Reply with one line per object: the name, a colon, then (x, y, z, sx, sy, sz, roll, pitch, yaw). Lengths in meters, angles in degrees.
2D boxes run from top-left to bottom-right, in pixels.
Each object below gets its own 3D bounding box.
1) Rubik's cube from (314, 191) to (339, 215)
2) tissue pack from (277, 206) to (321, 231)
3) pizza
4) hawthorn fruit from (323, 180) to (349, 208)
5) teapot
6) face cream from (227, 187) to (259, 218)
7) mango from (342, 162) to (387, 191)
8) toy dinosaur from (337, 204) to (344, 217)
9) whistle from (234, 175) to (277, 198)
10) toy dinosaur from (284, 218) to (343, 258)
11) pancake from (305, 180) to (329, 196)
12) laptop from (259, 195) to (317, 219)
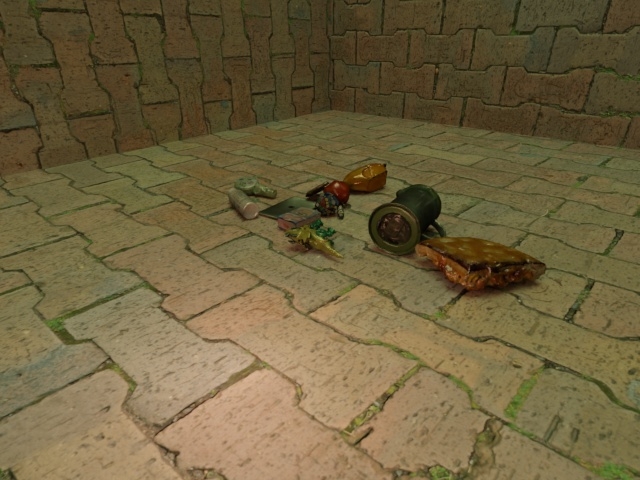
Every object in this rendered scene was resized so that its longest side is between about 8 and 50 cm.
Rubik's cube: (0.028, -0.162, 1.865, 0.093, 0.111, 0.111, 24, 26, -8)
tissue pack: (-0.087, -0.085, 1.746, 0.115, 0.065, 0.155, 21, 35, 40)
pizza: (0.512, 0.071, 1.362, 0.409, 0.114, 0.278, 6, 26, 15)
hawthorn fruit: (0.078, -0.217, 1.945, 0.125, 0.125, 0.140, -5, 33, -8)
teapot: (0.365, -0.081, 1.611, 0.270, 0.200, 0.337, 35, 36, 14)
face cream: (-0.364, -0.179, 1.924, 0.082, 0.082, 0.269, -14, 28, -24)
mango: (0.231, -0.316, 2.138, 0.252, 0.126, 0.154, -17, 41, -16)
toy dinosaur: (0.089, -0.128, 1.846, 0.030, 0.047, 0.083, -2, 28, 0)
whistle: (-0.334, -0.263, 2.114, 0.258, 0.067, 0.126, 18, 45, 25)
toy dinosaur: (0.000, 0.000, 1.556, 0.259, 0.094, 0.153, 25, 36, 28)
pancake: (0.005, -0.254, 2.022, 0.184, 0.020, 0.190, -25, 0, -33)
laptop: (-0.134, -0.148, 1.928, 0.188, 0.015, 0.269, 17, 32, 32)
